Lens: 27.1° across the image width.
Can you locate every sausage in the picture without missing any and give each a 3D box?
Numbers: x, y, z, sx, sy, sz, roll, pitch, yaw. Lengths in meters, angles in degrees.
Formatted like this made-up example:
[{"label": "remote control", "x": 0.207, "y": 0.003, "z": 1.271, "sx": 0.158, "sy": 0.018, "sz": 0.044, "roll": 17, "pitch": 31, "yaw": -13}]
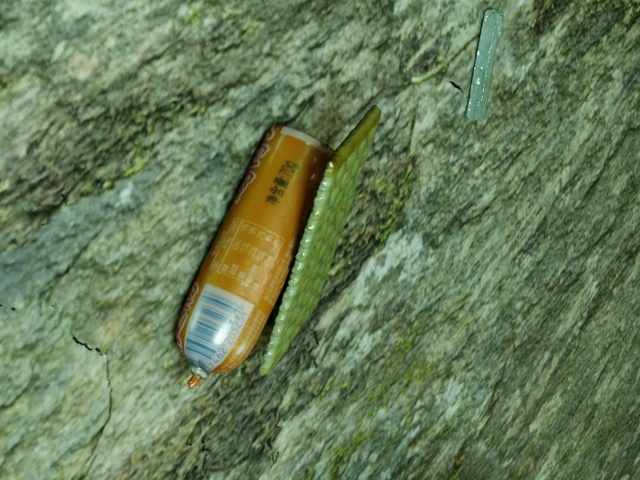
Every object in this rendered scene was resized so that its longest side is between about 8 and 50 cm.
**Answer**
[{"label": "sausage", "x": -0.060, "y": 0.018, "z": 1.128, "sx": 0.071, "sy": 0.071, "sz": 0.234, "roll": 44, "pitch": 68, "yaw": -54}]

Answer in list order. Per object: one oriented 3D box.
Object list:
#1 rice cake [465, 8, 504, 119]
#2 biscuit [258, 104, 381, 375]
[{"label": "rice cake", "x": 0.177, "y": -0.189, "z": 1.432, "sx": 0.022, "sy": 0.021, "sz": 0.121, "roll": -15, "pitch": 117, "yaw": -64}, {"label": "biscuit", "x": 0.000, "y": 0.000, "z": 1.164, "sx": 0.139, "sy": 0.016, "sz": 0.231, "roll": -53, "pitch": 165, "yaw": -55}]
